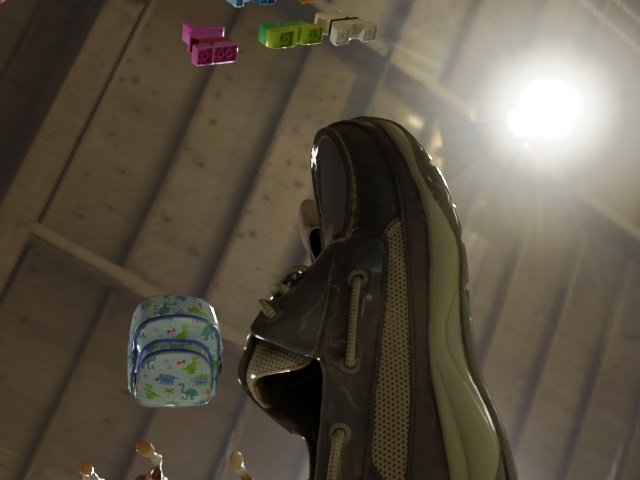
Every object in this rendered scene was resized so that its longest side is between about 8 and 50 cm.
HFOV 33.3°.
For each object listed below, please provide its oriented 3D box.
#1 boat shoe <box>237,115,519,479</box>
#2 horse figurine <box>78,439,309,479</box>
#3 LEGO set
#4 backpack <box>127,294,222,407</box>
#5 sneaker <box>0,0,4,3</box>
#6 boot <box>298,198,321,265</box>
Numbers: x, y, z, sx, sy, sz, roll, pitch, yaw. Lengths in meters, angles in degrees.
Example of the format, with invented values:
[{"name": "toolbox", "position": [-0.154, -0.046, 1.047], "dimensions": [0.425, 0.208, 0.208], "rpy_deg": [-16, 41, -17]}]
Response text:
[{"name": "boat shoe", "position": [0.018, 0.059, 0.629], "dimensions": [0.130, 0.132, 0.355], "rpy_deg": [-3, -132, -9]}, {"name": "horse figurine", "position": [-0.114, 0.246, 1.015], "dimensions": [0.263, 0.174, 0.066], "rpy_deg": [6, -124, 4]}, {"name": "LEGO set", "position": [-0.051, -0.257, 1.145], "dimensions": [0.227, 0.093, 0.087], "rpy_deg": [-14, -52, -32]}, {"name": "backpack", "position": [-0.156, 0.122, 1.159], "dimensions": [0.105, 0.084, 0.114], "rpy_deg": [1, -62, -10]}, {"name": "sneaker", "position": [-0.421, -0.324, 1.018], "dimensions": [0.313, 0.116, 0.136], "rpy_deg": [17, -96, 7]}, {"name": "boot", "position": [0.000, 0.000, 1.127], "dimensions": [0.042, 0.087, 0.118], "rpy_deg": [-25, -106, 2]}]
